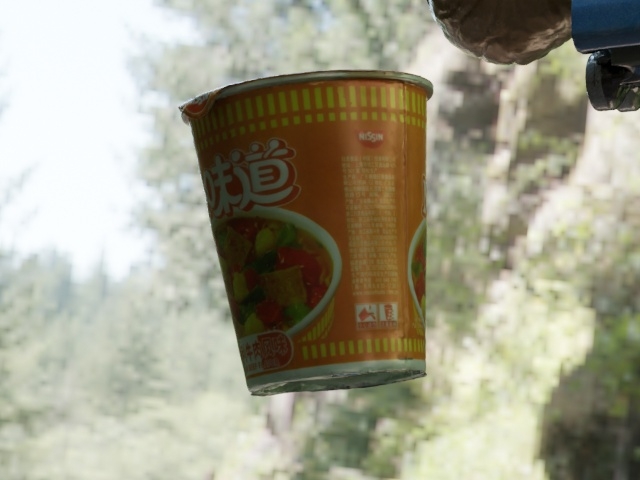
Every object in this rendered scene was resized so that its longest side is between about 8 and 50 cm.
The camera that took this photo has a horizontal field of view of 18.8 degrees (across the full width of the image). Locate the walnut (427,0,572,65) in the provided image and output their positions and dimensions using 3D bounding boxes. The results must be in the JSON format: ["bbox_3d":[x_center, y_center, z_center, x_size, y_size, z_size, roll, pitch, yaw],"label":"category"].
[{"bbox_3d":[0.204,-0.292,2.012,0.228,0.228,0.228,6,-8,1],"label":"walnut"}]

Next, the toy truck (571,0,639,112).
[{"bbox_3d":[0.351,-0.207,1.829,0.146,0.175,0.367,-3,0,26],"label":"toy truck"}]

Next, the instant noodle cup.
[{"bbox_3d":[0.000,0.000,1.216,0.168,0.185,0.168,-6,-9,-1],"label":"instant noodle cup"}]
